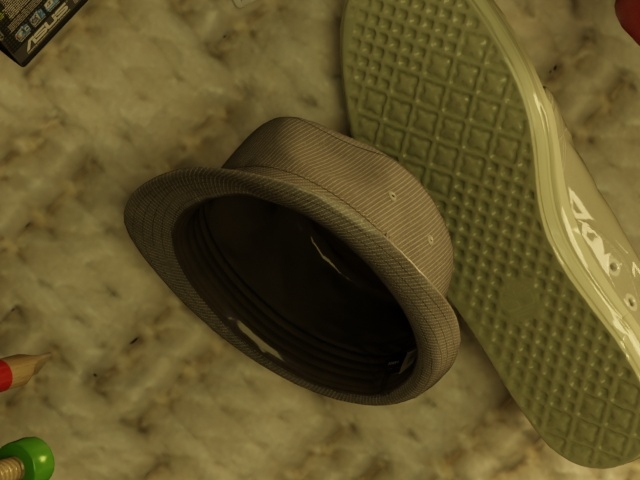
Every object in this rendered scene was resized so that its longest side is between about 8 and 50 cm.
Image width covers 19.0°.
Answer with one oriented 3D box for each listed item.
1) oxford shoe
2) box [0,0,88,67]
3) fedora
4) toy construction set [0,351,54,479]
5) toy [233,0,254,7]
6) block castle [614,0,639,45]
[{"bbox_3d":[0.155,-0.031,1.533,0.449,0.169,0.130,61,35,-7],"label":"oxford shoe"},{"bbox_3d":[-0.173,-0.276,1.352,0.060,0.216,0.270,40,83,23],"label":"box"},{"bbox_3d":[0.000,0.000,1.456,0.275,0.243,0.124,41,55,-15],"label":"fedora"},{"bbox_3d":[-0.237,0.226,1.412,0.237,0.257,0.309,-16,127,-58],"label":"toy construction set"},{"bbox_3d":[0.014,-0.294,1.483,0.237,0.056,0.137,-30,103,-12],"label":"toy"},{"bbox_3d":[0.347,-0.368,1.463,0.453,0.213,0.303,-35,96,-29],"label":"block castle"}]
